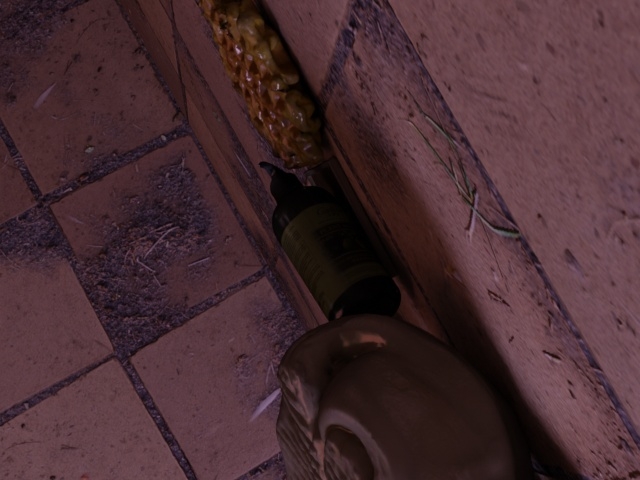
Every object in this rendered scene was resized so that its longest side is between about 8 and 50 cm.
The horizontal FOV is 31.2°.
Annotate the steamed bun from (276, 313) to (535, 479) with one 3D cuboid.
[{"bbox_3d":[0.110,0.263,1.340,0.342,0.255,0.368,48,147,45],"label":"steamed bun"}]

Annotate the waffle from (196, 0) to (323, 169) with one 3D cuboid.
[{"bbox_3d":[-0.080,-0.226,1.554,0.282,0.058,0.301,61,172,-8],"label":"waffle"}]

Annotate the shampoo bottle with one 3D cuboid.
[{"bbox_3d":[0.000,0.000,1.560,0.284,0.101,0.101,56,171,34],"label":"shampoo bottle"}]

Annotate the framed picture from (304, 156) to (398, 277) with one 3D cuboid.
[{"bbox_3d":[0.039,-0.029,1.646,0.184,0.016,0.250,62,172,-3],"label":"framed picture"}]
